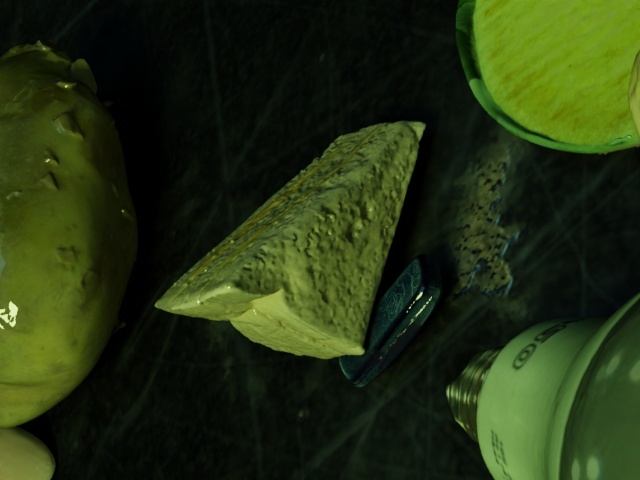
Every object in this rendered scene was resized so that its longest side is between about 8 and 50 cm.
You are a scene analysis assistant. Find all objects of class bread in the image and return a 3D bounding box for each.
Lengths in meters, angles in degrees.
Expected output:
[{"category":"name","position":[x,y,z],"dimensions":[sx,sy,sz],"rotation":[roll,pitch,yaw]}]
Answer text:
[{"category":"bread","position":[-0.014,-0.015,0.738],"dimensions":[0.077,0.105,0.152],"rotation":[-11,58,53]},{"category":"bread","position":[0.159,-0.148,0.667],"dimensions":[0.228,0.033,0.228],"rotation":[-25,54,41]}]

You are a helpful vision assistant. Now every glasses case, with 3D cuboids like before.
[{"category":"glasses case","position":[0.042,0.047,0.725],"dimensions":[0.083,0.023,0.033],"rotation":[-54,28,25]}]

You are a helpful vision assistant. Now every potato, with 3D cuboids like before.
[{"category":"potato","position":[-0.209,-0.013,0.958],"dimensions":[0.191,0.141,0.296],"rotation":[-40,46,54]}]

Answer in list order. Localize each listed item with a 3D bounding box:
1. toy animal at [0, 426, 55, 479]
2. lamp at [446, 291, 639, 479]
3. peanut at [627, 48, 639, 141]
[{"category":"toy animal","position":[-0.314,0.267,0.911],"dimensions":[0.326,0.237,0.269],"rotation":[33,109,46]},{"category":"lamp","position":[0.130,0.082,0.484],"dimensions":[0.314,0.182,0.182],"rotation":[1,75,51]},{"category":"peanut","position":[0.186,-0.086,0.496],"dimensions":[0.098,0.103,0.229],"rotation":[20,59,33]}]
